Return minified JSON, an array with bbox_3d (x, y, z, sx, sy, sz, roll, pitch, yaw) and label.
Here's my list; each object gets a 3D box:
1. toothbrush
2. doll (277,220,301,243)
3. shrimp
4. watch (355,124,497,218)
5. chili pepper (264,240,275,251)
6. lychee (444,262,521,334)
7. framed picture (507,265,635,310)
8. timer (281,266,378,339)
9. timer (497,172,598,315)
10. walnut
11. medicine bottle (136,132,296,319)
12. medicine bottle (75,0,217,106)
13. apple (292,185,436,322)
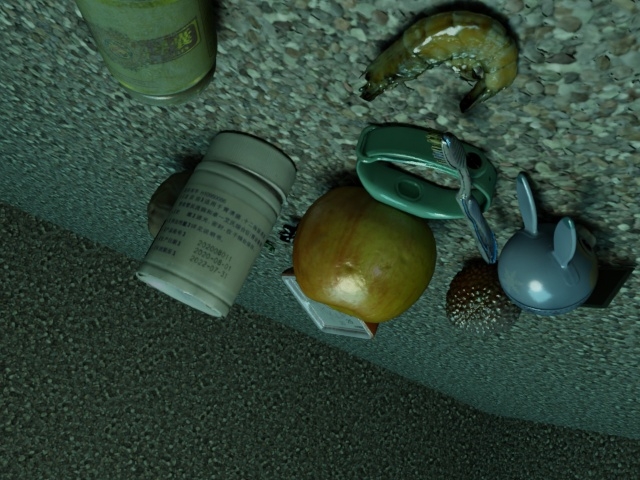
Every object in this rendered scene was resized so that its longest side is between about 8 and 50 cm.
[{"bbox_3d":[0.236,-0.047,0.873,0.042,0.035,0.413,27,169,35],"label":"toothbrush"},{"bbox_3d":[0.000,0.000,1.401,0.219,0.067,0.091,16,159,-2],"label":"doll"},{"bbox_3d":[0.142,-0.201,0.687,0.150,0.051,0.217,23,160,-29],"label":"shrimp"},{"bbox_3d":[0.161,-0.104,0.910,0.237,0.068,0.195,22,161,-6],"label":"watch"},{"bbox_3d":[-0.184,0.000,1.656,0.055,0.035,0.118,28,167,42],"label":"chili pepper"},{"bbox_3d":[0.362,0.122,1.225,0.165,0.197,0.165,50,-170,-12],"label":"lychee"},{"bbox_3d":[0.459,0.085,1.037,0.183,0.142,0.011,-1,117,49],"label":"framed picture"},{"bbox_3d":[0.036,0.158,1.683,0.250,0.161,0.257,41,155,-29],"label":"timer"},{"bbox_3d":[0.385,0.011,0.921,0.175,0.175,0.255,16,132,15],"label":"timer"},{"bbox_3d":[-0.274,-0.047,1.305,0.248,0.248,0.248,19,162,6],"label":"walnut"},{"bbox_3d":[-0.195,-0.033,1.101,0.190,0.332,0.190,24,163,8],"label":"medicine bottle"},{"bbox_3d":[-0.201,-0.292,0.629,0.151,0.151,0.322,20,162,2],"label":"medicine bottle"},{"bbox_3d":[0.079,0.030,1.087,0.286,0.233,0.286,25,175,2],"label":"apple"}]
